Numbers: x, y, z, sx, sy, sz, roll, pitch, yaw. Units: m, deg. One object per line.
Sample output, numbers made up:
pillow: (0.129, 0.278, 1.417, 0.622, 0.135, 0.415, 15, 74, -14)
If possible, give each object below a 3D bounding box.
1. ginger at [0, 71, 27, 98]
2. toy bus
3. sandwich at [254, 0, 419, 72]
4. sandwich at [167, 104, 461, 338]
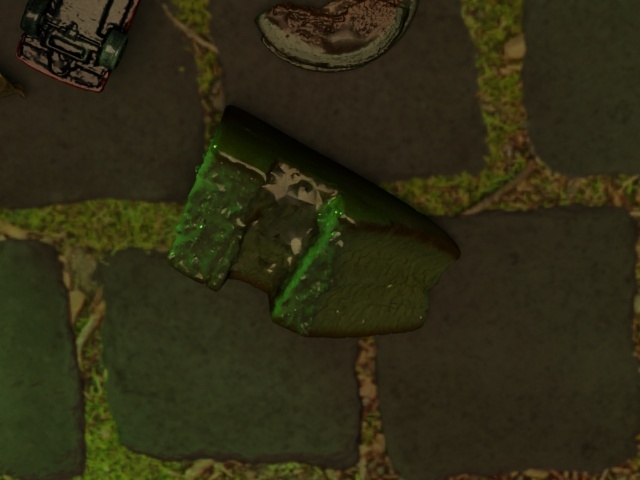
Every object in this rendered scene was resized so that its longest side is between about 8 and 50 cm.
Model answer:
ginger: (-0.359, -0.148, 1.035, 0.214, 0.059, 0.133, -13, 101, 3)
toy bus: (-0.167, -0.219, 0.995, 0.081, 0.089, 0.195, 23, 106, -6)
sandwich: (0.018, -0.172, 1.037, 0.135, 0.029, 0.067, -14, 106, 4)
sandwich: (0.000, 0.000, 1.039, 0.236, 0.128, 0.122, 26, 113, -6)
